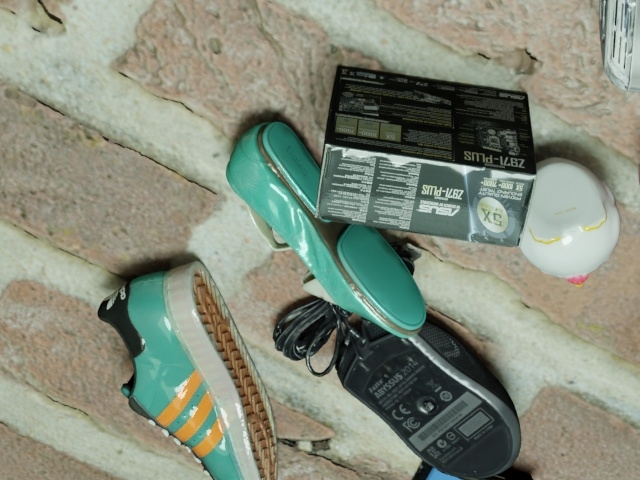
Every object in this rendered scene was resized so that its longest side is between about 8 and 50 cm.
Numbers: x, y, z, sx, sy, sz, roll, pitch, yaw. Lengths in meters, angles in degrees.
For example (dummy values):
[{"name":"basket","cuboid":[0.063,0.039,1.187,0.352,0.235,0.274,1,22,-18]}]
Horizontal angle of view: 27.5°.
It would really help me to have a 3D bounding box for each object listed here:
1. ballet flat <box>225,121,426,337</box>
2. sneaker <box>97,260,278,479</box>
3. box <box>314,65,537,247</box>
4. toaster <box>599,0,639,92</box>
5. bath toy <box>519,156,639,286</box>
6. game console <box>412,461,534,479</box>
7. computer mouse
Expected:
[{"name":"ballet flat","cuboid":[0.000,0.000,1.236,0.087,0.083,0.247,-33,98,41]},{"name":"sneaker","cuboid":[-0.133,0.163,1.367,0.121,0.108,0.302,-13,114,15]},{"name":"box","cuboid":[0.093,-0.076,1.152,0.180,0.147,0.077,8,124,-1]},{"name":"toaster","cuboid":[0.303,-0.216,1.050,0.147,0.129,0.227,1,126,7]},{"name":"bath toy","cuboid":[0.351,-0.023,1.185,0.348,0.151,0.129,-9,158,11]},{"name":"game console","cuboid":[0.169,0.278,1.437,0.122,0.107,0.071,16,96,-7]},{"name":"computer mouse","cuboid":[0.103,0.130,1.346,0.272,0.072,0.188,46,119,-9]}]
